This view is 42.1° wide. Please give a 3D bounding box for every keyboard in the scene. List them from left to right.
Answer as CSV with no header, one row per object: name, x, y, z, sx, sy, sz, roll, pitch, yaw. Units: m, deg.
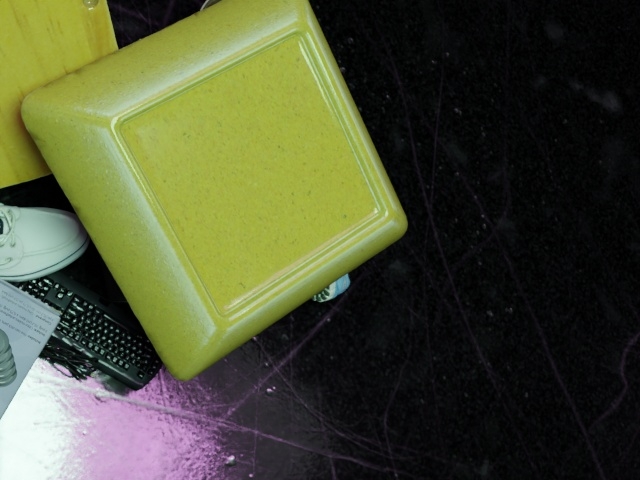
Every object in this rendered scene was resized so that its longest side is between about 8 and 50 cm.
keyboard,-0.264,0.106,0.938,0.192,0.038,0.100,33,62,-17

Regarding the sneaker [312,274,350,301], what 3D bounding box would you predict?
sneaker,0.000,0.000,1.117,0.073,0.063,0.162,-7,84,-49

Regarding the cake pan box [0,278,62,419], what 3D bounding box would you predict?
cake pan box,-0.418,0.112,0.771,0.267,0.070,0.245,38,67,-35

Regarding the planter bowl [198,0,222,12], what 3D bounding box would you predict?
planter bowl,-0.105,-0.232,1.081,0.162,0.109,0.162,8,73,-28

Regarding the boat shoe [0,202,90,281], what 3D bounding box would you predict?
boat shoe,-0.354,0.001,0.884,0.226,0.076,0.083,-12,70,-31

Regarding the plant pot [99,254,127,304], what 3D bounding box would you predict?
plant pot,-0.157,-0.004,0.953,0.187,0.188,0.167,8,82,-28

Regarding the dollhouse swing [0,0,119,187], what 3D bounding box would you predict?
dollhouse swing,-0.422,-0.254,0.863,0.347,0.315,0.305,-19,46,-15

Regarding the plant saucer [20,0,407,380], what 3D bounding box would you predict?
plant saucer,-0.073,-0.069,0.854,0.333,0.081,0.332,-33,108,-22
